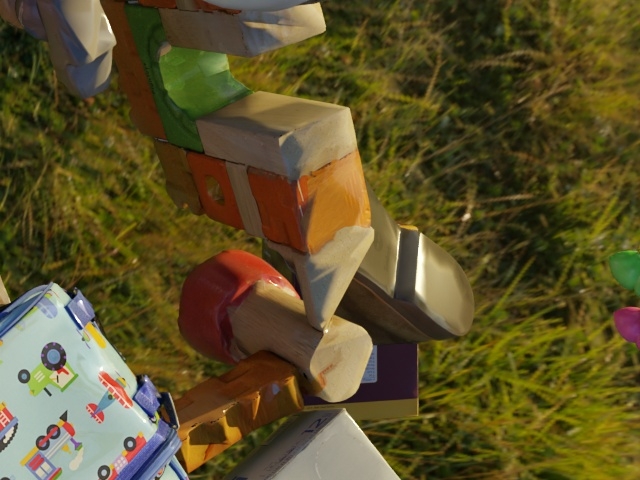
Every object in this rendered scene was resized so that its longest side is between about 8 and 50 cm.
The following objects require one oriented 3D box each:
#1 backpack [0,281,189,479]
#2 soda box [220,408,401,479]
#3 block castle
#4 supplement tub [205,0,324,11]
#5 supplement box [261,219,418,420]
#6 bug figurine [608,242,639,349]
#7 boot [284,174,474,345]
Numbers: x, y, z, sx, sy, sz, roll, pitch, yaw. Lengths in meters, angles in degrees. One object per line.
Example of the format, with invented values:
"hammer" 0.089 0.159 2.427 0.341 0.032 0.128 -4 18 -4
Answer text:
"backpack" -0.124 0.125 0.494 0.158 0.117 0.173 -41 105 -38
"soda box" -0.072 0.229 0.702 0.286 0.091 0.098 -41 98 -23
"block castle" -0.167 -0.065 0.714 0.303 0.213 0.453 -27 116 -27
"supplement tub" 0.073 -0.230 0.497 0.316 0.228 0.228 -16 83 -30
"supplement box" 0.016 0.074 1.233 0.129 0.191 0.194 -2 97 -12
"bug figurine" 0.351 0.091 1.017 0.216 0.279 0.072 34 77 28
"boot" 0.000 0.000 1.000 0.305 0.115 0.112 44 44 -30
